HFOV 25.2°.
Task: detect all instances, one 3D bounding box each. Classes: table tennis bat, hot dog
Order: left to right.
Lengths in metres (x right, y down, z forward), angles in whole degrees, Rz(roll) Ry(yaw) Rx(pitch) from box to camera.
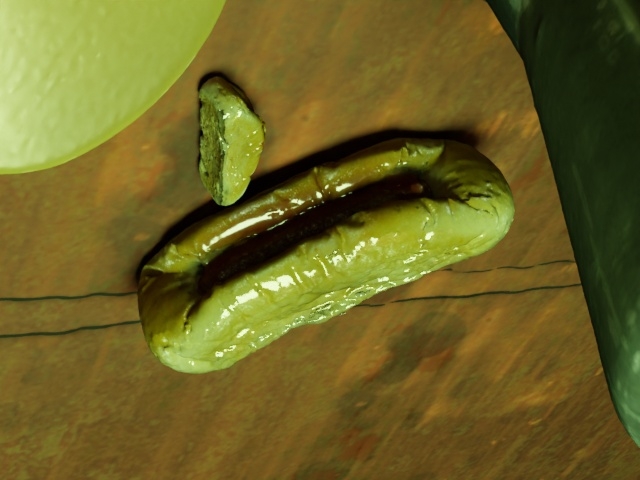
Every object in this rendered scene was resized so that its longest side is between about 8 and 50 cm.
[{"bbox_3d":[-0.155,-0.076,0.576,0.321,0.050,0.198,-52,134,3],"label":"table tennis bat"},{"bbox_3d":[-0.048,-0.057,0.806,0.034,0.030,0.090,-23,148,-19],"label":"hot dog"},{"bbox_3d":[0.000,0.000,0.871,0.242,0.084,0.073,-22,148,-2],"label":"hot dog"}]

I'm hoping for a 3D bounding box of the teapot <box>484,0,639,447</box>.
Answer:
[{"bbox_3d":[0.193,-0.066,0.666,0.253,0.344,0.300,-16,146,-12],"label":"teapot"}]
